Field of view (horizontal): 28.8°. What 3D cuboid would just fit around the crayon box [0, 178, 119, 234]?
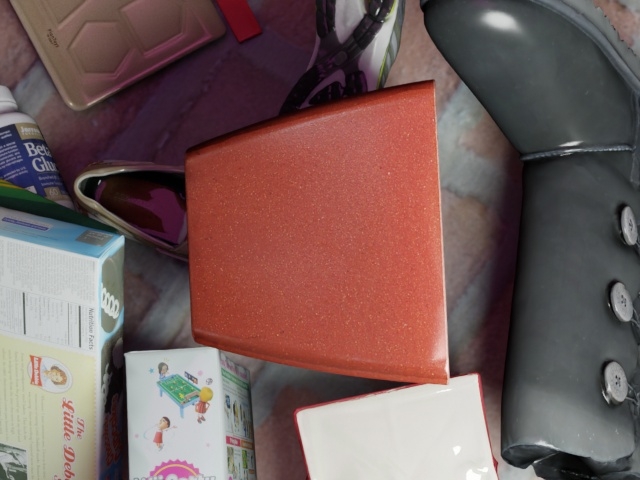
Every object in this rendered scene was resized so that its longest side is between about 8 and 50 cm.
[{"bbox_3d":[-0.391,0.024,1.333,0.323,0.083,0.203,23,120,6],"label":"crayon box"}]

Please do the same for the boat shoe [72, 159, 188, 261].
[{"bbox_3d":[-0.126,-0.019,1.364,0.302,0.103,0.113,11,89,7],"label":"boat shoe"}]

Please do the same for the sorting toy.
[{"bbox_3d":[-0.242,-0.273,1.469,0.208,0.038,0.193,-28,78,-8],"label":"sorting toy"}]

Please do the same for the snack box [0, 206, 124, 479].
[{"bbox_3d":[-0.295,0.127,1.267,0.187,0.060,0.322,13,118,13],"label":"snack box"}]

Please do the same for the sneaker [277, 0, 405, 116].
[{"bbox_3d":[0.037,-0.182,1.399,0.111,0.121,0.300,22,99,19],"label":"sneaker"}]

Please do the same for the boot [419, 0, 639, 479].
[{"bbox_3d":[0.214,-0.002,1.231,0.367,0.146,0.445,24,69,-38],"label":"boot"}]

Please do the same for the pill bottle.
[{"bbox_3d":[-0.348,-0.085,1.401,0.094,0.094,0.169,-26,78,-3],"label":"pill bottle"}]

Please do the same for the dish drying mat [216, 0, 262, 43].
[{"bbox_3d":[-0.100,-0.273,1.474,0.032,0.008,0.083,-27,77,-4],"label":"dish drying mat"}]

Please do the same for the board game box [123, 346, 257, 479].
[{"bbox_3d":[-0.121,0.271,1.251,0.097,0.224,0.303,-4,78,4],"label":"board game box"}]

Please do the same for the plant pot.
[{"bbox_3d":[0.000,0.000,1.211,0.235,0.267,0.267,-2,88,4],"label":"plant pot"}]

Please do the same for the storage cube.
[{"bbox_3d":[0.081,0.248,1.262,0.215,0.193,0.184,-11,78,-1],"label":"storage cube"}]
